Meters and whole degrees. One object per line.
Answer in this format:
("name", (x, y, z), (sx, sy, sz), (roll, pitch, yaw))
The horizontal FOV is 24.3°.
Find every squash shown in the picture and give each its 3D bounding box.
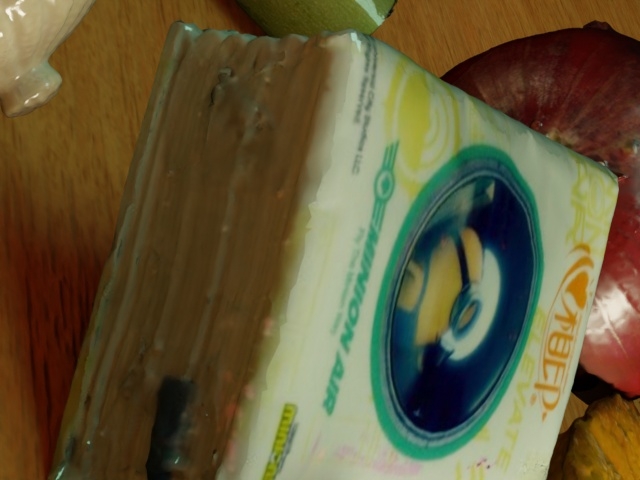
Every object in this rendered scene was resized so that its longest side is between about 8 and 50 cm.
("squash", (-0.031, -0.254, 1.382), (0.186, 0.123, 0.123), (43, 28, -19))

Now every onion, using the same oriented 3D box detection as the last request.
("onion", (0.220, -0.037, 1.330), (0.341, 0.341, 0.341), (43, 28, -30))

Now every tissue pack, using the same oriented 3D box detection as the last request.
("tissue pack", (0.032, 0.042, 0.956), (0.388, 0.162, 0.287), (17, 88, -56))

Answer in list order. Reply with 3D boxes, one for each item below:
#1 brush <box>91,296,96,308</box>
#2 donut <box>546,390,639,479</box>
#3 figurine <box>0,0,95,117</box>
("brush", (-0.041, 0.039, 1.039), (0.299, 0.042, 0.039), (-3, 41, -50))
("donut", (0.279, 0.342, 1.206), (0.435, 0.163, 0.377), (53, 23, -5))
("figurine", (-0.257, -0.221, 0.873), (0.332, 0.185, 0.204), (51, -5, 27))
